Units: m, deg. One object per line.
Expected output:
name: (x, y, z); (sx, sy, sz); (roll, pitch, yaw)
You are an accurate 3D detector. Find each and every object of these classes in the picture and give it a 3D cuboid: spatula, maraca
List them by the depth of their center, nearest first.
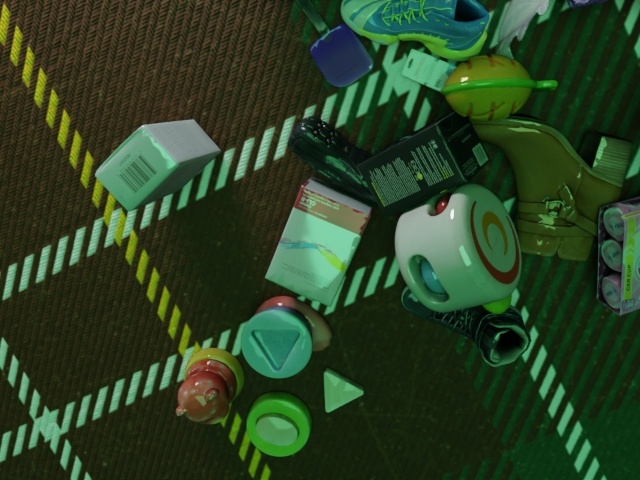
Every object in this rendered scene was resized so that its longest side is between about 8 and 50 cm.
maraca: (0.273, -0.232, 0.984); (0.185, 0.127, 0.099); (-6, 99, -24)
spatula: (-0.023, -0.393, 1.078); (0.084, 0.030, 0.296); (-35, 97, 7)

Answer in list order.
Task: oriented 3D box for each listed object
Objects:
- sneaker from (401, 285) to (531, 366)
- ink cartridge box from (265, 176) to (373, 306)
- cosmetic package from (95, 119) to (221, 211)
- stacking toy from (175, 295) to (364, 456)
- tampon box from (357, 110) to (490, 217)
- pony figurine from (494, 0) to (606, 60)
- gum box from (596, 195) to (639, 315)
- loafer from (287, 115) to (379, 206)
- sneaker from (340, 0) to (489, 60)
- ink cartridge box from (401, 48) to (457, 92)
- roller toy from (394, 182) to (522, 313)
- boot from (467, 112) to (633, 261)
sneaker: (0.250, 0.137, 1.108); (0.226, 0.163, 0.086); (15, 106, 4)
ink cartridge box: (0.000, 0.000, 1.119); (0.127, 0.128, 0.176); (23, 104, 1)
cosmetic package: (-0.260, -0.131, 1.065); (0.117, 0.231, 0.085); (-40, 96, 13)
stacking toy: (-0.094, 0.280, 1.196); (0.309, 0.130, 0.279); (-41, 95, 14)
tampon box: (0.167, -0.126, 1.044); (0.161, 0.120, 0.101); (-24, 99, 40)
pony figurine: (0.401, -0.448, 0.922); (0.363, 0.303, 0.351); (18, 73, 6)
gum box: (0.522, 0.017, 1.060); (0.107, 0.062, 0.188); (-16, 116, -12)
loafer: (0.042, -0.126, 1.121); (0.223, 0.076, 0.078); (36, 140, -9)
sneaker: (0.155, -0.364, 1.010); (0.240, 0.126, 0.091); (13, 75, -4)
ink cartridge box: (0.182, -0.284, 1.082); (0.083, 0.028, 0.048); (23, 104, 0)
roller toy: (0.218, 0.013, 1.041); (0.146, 0.191, 0.209); (-21, 62, 40)
boot: (0.356, -0.091, 1.082); (0.283, 0.109, 0.220); (12, 108, -4)
